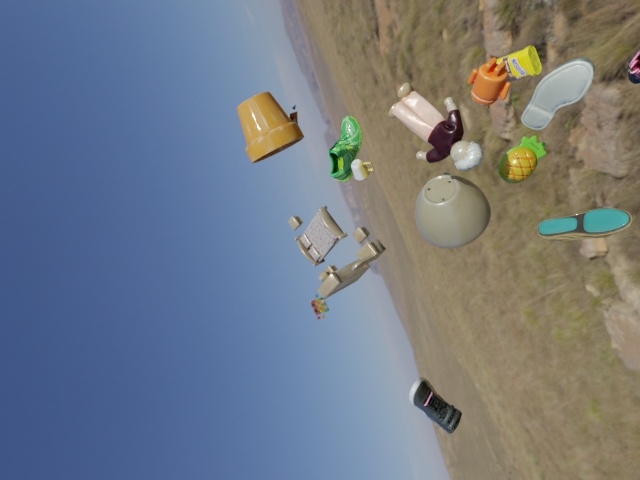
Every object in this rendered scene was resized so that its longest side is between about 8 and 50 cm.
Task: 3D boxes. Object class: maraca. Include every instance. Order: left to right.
[{"bbox_3d":[0.740,-0.295,1.669,0.127,0.186,0.099,33,-157,-8],"label":"maraca"}]

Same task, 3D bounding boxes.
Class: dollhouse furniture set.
[{"bbox_3d":[0.000,0.000,1.597,0.356,0.173,0.303,53,138,15],"label":"dollhouse furniture set"}]

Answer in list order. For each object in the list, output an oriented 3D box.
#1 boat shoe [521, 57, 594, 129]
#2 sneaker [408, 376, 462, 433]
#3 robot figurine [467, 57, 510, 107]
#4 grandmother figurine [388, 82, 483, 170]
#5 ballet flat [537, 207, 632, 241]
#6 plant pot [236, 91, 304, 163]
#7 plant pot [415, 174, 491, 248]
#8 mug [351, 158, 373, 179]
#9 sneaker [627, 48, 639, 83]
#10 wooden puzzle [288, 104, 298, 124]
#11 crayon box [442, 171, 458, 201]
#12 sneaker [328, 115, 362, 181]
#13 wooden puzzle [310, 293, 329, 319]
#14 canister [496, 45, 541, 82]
[{"bbox_3d":[0.688,-0.440,1.319,0.116,0.099,0.319,30,168,8],"label":"boat shoe"},{"bbox_3d":[0.413,0.580,1.592,0.146,0.105,0.296,23,158,42],"label":"sneaker"},{"bbox_3d":[0.746,-0.690,2.009,0.219,0.158,0.128,90,-178,-58],"label":"robot figurine"},{"bbox_3d":[0.353,-0.327,1.383,0.342,0.104,0.208,48,142,29],"label":"grandmother figurine"},{"bbox_3d":[0.705,-0.036,1.210,0.073,0.232,0.080,30,-111,-33],"label":"ballet flat"},{"bbox_3d":[-0.186,-0.392,1.549,0.188,0.205,0.205,64,-173,-8],"label":"plant pot"},{"bbox_3d":[0.479,-0.139,1.713,0.191,0.284,0.284,47,-158,-48],"label":"plant pot"},{"bbox_3d":[0.150,-0.273,1.692,0.064,0.078,0.062,55,-179,-43],"label":"mug"},{"bbox_3d":[0.505,-0.277,0.713,0.047,0.057,0.119,56,-173,17],"label":"sneaker"},{"bbox_3d":[-0.107,-0.477,1.817,0.078,0.014,0.116,-51,-35,-48],"label":"wooden puzzle"},{"bbox_3d":[0.574,-0.135,2.104,0.081,0.202,0.318,24,159,30],"label":"crayon box"},{"bbox_3d":[0.107,-0.411,2.031,0.123,0.109,0.296,2,-82,-47],"label":"sneaker"},{"bbox_3d":[-0.002,0.211,1.459,0.083,0.049,0.006,65,154,17],"label":"wooden puzzle"},{"bbox_3d":[0.879,-0.780,2.034,0.170,0.073,0.126,0,129,54],"label":"canister"}]
